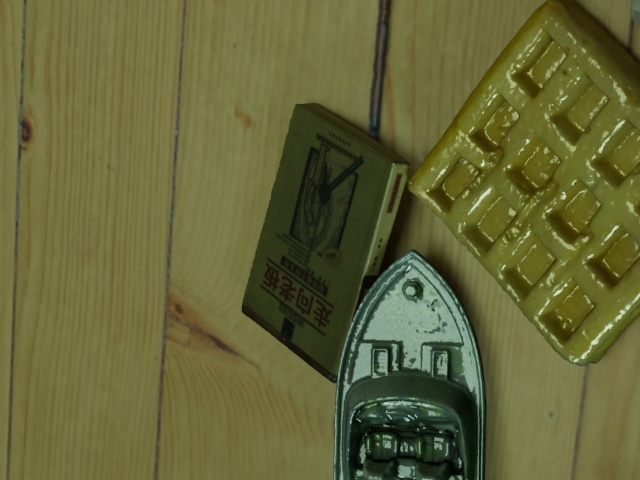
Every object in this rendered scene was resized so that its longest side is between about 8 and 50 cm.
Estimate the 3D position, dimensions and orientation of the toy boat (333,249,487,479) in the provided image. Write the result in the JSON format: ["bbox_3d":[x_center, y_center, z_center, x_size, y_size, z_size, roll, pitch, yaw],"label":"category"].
[{"bbox_3d":[0.082,0.168,1.289,0.141,0.092,0.320,1,91,12],"label":"toy boat"}]

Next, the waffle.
[{"bbox_3d":[0.212,-0.050,1.188,0.248,0.055,0.221,50,125,22],"label":"waffle"}]

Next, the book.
[{"bbox_3d":[0.000,0.000,1.356,0.161,0.026,0.231,35,118,44],"label":"book"}]

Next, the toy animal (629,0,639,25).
[{"bbox_3d":[0.342,-0.183,0.985,0.208,0.204,0.156,27,99,11],"label":"toy animal"}]
